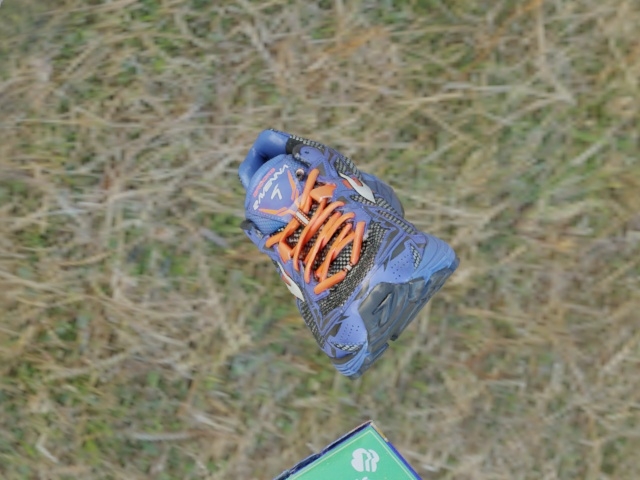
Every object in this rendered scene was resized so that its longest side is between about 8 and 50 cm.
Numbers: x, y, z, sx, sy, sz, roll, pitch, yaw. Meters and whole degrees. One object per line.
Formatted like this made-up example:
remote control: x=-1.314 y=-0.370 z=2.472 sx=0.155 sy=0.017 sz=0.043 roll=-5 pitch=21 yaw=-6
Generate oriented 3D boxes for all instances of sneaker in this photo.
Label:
sneaker: x=0.000 y=0.000 z=0.786 sx=0.087 sy=0.221 sz=0.083 roll=37 pitch=94 yaw=-18

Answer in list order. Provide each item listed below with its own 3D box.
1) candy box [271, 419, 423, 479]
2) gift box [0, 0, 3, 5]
candy box: x=0.059 y=0.338 z=1.158 sx=0.122 sy=0.268 sz=0.317 roll=-28 pitch=65 yaw=-36
gift box: x=-0.242 y=-0.232 z=0.806 sx=0.255 sy=0.258 sz=0.276 roll=24 pitch=73 yaw=-3
